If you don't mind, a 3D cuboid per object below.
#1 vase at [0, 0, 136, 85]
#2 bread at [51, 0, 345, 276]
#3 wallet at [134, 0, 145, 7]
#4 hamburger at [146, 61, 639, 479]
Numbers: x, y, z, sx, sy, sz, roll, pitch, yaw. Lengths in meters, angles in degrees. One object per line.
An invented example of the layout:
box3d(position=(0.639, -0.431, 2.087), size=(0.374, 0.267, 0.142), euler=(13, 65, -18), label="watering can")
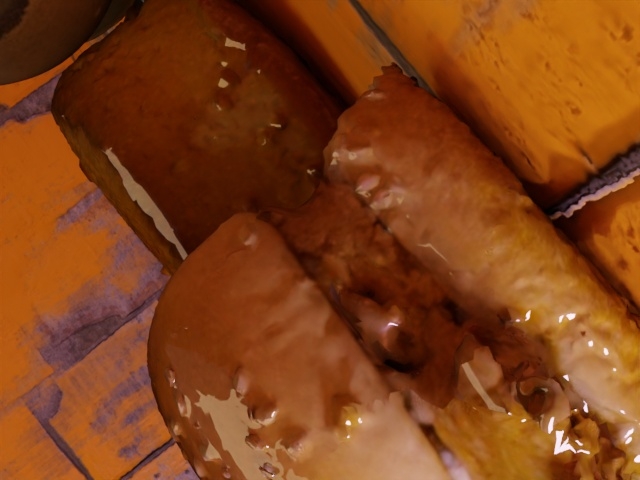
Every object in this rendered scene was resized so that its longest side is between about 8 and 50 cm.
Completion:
box3d(position=(-0.310, -0.301, 0.970), size=(0.329, 0.241, 0.302), euler=(50, -166, -14), label="vase")
box3d(position=(-0.085, -0.062, 0.988), size=(0.358, 0.204, 0.337), euler=(55, 167, -7), label="bread")
box3d(position=(-0.200, -0.258, 1.381), size=(0.124, 0.025, 0.244), euler=(42, 166, 51), label="wallet")
box3d(position=(0.091, 0.140, 0.703), size=(0.287, 0.268, 0.445), euler=(40, 165, 39), label="hamburger")
